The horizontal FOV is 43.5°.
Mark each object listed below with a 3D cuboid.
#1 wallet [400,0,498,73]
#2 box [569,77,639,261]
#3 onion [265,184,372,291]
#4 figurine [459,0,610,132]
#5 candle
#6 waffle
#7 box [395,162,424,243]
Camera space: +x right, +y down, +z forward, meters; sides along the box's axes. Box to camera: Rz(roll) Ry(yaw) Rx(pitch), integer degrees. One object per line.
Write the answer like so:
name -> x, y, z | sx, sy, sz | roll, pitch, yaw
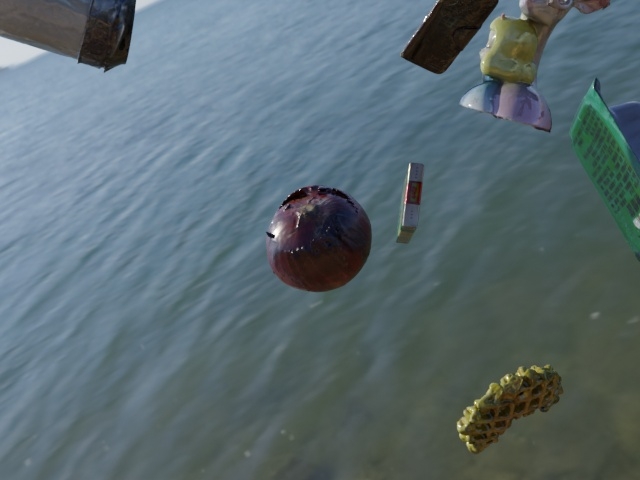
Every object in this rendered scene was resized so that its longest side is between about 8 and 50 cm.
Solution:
wallet -> 0.278, -0.459, 1.724 | 0.232, 0.122, 0.031 | 127, 154, -44
box -> 0.617, -0.134, 1.552 | 0.106, 0.336, 0.264 | -25, -17, 0
onion -> 0.000, 0.000, 1.998 | 0.276, 0.276, 0.276 | -22, 20, 8
figurine -> 0.317, -0.329, 1.192 | 0.206, 0.315, 0.284 | 19, 13, 29
candle -> -0.550, -0.490, 1.634 | 0.343, 0.221, 0.221 | 13, 10, -19
waffle -> 0.313, 0.274, 1.307 | 0.194, 0.149, 0.051 | -37, 47, -1
box -> 0.187, -0.073, 1.690 | 0.034, 0.132, 0.235 | 8, -7, 3
